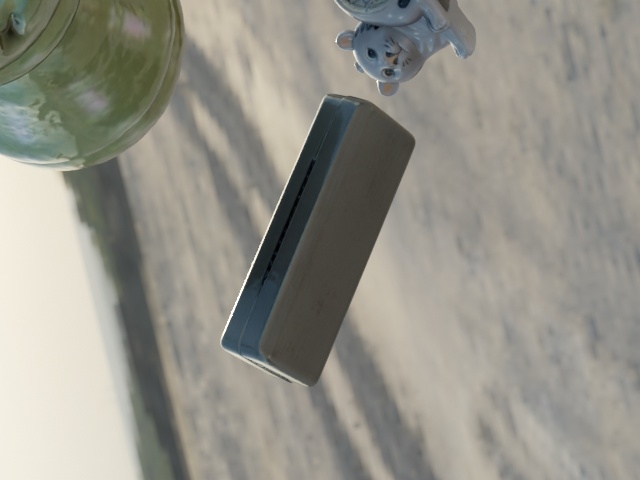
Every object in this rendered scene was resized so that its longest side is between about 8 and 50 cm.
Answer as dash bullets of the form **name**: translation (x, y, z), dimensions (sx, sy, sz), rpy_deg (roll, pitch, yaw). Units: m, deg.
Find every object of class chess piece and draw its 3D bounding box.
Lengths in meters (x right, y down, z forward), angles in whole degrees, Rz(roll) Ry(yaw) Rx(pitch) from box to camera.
- **chess piece**: translation (-0.240, -0.185, 1.502), dimensions (0.442, 0.234, 0.234), rpy_deg (32, -136, -85)

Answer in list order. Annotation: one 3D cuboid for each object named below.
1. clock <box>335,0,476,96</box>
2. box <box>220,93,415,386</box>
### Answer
- **clock**: translation (0.057, -0.227, 1.892), dimensions (0.176, 0.117, 0.080), rpy_deg (51, -155, -23)
- **box**: translation (0.000, 0.000, 1.687), dimensions (0.103, 0.055, 0.244), rpy_deg (34, -104, -52)
